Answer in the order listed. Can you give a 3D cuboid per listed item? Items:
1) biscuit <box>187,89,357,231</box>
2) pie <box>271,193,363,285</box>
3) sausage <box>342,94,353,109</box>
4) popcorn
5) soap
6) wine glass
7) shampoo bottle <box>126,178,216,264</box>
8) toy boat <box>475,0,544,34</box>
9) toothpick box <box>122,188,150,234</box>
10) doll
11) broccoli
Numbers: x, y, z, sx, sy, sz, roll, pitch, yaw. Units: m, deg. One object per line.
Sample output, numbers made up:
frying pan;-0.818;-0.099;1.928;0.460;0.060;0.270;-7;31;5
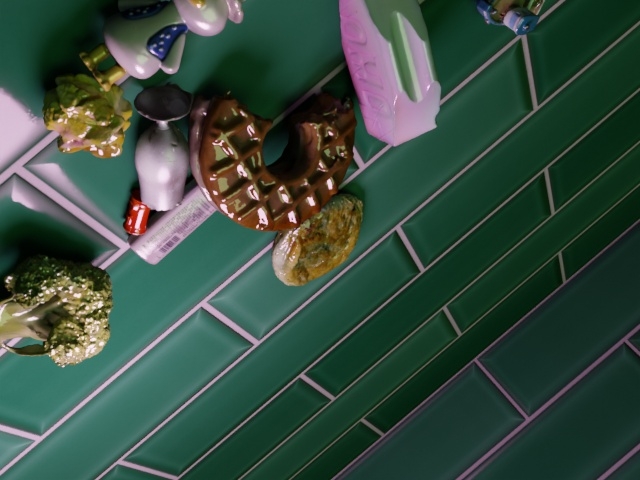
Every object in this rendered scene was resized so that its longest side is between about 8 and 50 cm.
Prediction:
biscuit;-0.088;-0.154;1.500;0.366;0.115;0.269;-4;110;-38
pie;0.000;0.000;1.877;0.277;0.078;0.277;-28;148;-19
sausage;0.052;-0.236;1.688;0.028;0.025;0.198;1;138;-4
popcorn;-0.365;-0.197;1.215;0.125;0.126;0.145;-12;163;1
soap;0.128;-0.349;1.469;0.109;0.193;0.324;-26;119;-15
wine glass;-0.279;-0.160;1.365;0.103;0.103;0.222;-20;144;-29
shampoo bottle;-0.276;-0.050;1.541;0.227;0.056;0.086;-42;143;2
toy boat;0.423;-0.501;1.679;0.215;0.102;0.088;-9;135;-39
toothpick box;-0.345;-0.056;1.471;0.047;0.047;0.083;-10;136;-40
doll;-0.225;-0.335;1.176;0.293;0.138;0.119;-35;176;-9
broccoli;-0.509;0.142;1.412;0.302;0.186;0.254;-5;144;-52
